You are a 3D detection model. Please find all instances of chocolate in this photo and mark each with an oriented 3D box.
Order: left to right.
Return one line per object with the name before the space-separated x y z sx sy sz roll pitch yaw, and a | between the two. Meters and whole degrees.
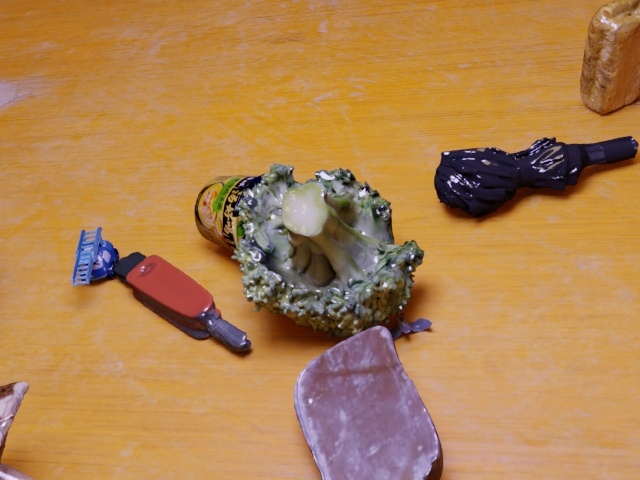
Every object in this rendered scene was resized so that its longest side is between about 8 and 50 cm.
chocolate | 0.065 0.241 1.041 0.156 0.080 0.254 -29 41 6

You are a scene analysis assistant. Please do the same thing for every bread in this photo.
bread | 0.510 -0.318 1.419 0.113 0.211 0.083 -22 54 -10

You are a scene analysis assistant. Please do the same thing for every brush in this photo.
brush | -0.220 0.090 1.299 0.323 0.051 0.070 27 54 36

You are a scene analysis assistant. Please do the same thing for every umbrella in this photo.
umbrella | 0.351 -0.118 1.342 0.339 0.118 0.118 -12 42 -6

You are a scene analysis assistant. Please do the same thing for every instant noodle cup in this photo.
instant noodle cup | -0.124 -0.043 1.357 0.122 0.152 0.151 15 49 42

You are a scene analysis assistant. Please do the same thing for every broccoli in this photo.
broccoli | 0.001 0.016 1.197 0.287 0.236 0.260 12 14 19

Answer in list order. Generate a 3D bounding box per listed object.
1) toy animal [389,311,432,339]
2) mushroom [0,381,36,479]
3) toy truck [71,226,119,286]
toy animal | 0.116 0.119 1.192 0.084 0.028 0.050 -15 54 -1
mushroom | -0.371 0.342 1.029 0.208 0.233 0.302 -38 90 -12
toy truck | -0.379 0.043 1.377 0.063 0.074 0.136 -11 43 4
